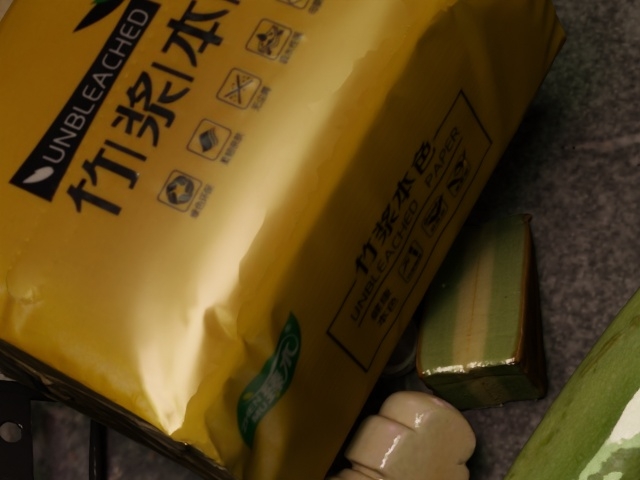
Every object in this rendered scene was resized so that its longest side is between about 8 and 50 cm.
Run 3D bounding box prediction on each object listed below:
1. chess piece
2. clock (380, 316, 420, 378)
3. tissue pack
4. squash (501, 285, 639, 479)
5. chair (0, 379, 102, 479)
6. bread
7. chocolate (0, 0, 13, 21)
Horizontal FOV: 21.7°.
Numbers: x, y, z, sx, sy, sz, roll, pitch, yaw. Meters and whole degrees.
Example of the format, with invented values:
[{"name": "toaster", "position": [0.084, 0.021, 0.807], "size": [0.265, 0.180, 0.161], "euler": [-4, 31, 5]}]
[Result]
[{"name": "chess piece", "position": [-0.019, 0.273, 1.059], "size": [0.117, 0.117, 0.397], "euler": [24, 76, 27]}, {"name": "clock", "position": [0.000, 0.000, 1.186], "size": [0.155, 0.063, 0.229], "euler": [-32, 60, 4]}, {"name": "tissue pack", "position": [-0.064, -0.059, 1.071], "size": [0.293, 0.228, 0.382], "euler": [24, 79, 28]}, {"name": "squash", "position": [0.201, 0.116, 1.035], "size": [0.118, 0.118, 0.370], "euler": [39, 87, 28]}, {"name": "chair", "position": [-0.187, 0.194, 1.103], "size": [0.141, 0.154, 0.260], "euler": [-40, 47, 52]}, {"name": "bread", "position": [0.106, 0.034, 1.121], "size": [0.074, 0.084, 0.139], "euler": [-8, 66, 18]}, {"name": "chocolate", "position": [-0.195, -0.148, 1.280], "size": [0.134, 0.134, 0.309], "euler": [-9, 65, 16]}]
